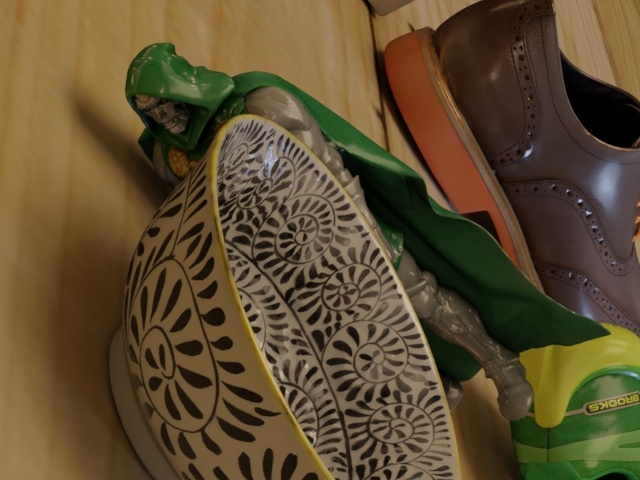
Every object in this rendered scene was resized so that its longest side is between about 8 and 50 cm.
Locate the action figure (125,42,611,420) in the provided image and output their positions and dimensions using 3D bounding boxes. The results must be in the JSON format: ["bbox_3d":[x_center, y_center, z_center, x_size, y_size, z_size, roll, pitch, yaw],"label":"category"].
[{"bbox_3d":[0.000,0.000,0.727,0.232,0.137,0.063,44,38,-27],"label":"action figure"}]

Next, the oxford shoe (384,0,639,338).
[{"bbox_3d":[0.187,-0.020,1.198,0.364,0.132,0.130,51,22,-36],"label":"oxford shoe"}]

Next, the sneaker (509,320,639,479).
[{"bbox_3d":[0.177,0.160,1.025,0.295,0.109,0.123,48,47,-45],"label":"sneaker"}]

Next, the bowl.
[{"bbox_3d":[-0.024,0.047,0.620,0.170,0.080,0.170,53,22,-32],"label":"bowl"}]

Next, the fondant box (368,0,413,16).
[{"bbox_3d":[0.017,-0.346,1.234,0.238,0.096,0.330,52,22,-32],"label":"fondant box"}]
